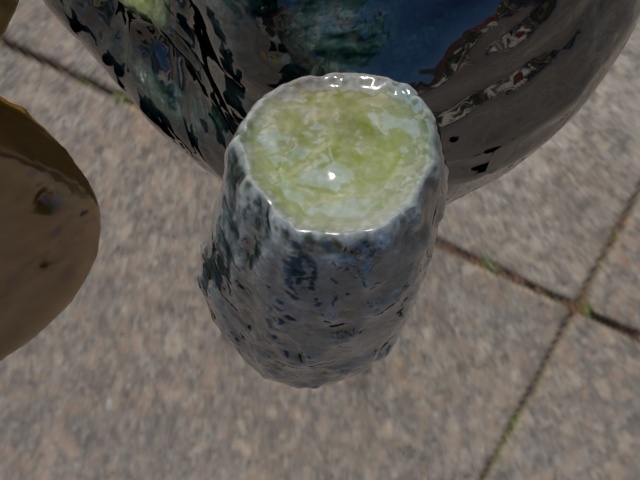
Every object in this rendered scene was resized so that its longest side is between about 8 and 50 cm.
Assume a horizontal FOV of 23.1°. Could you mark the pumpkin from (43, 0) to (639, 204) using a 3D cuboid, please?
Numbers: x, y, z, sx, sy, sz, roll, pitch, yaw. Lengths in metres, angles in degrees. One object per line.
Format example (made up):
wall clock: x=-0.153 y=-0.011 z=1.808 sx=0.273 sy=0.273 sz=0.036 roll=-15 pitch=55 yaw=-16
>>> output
pumpkin: x=-0.003 y=-0.169 z=0.601 sx=0.238 sy=0.315 sz=0.315 roll=-42 pitch=104 yaw=-14

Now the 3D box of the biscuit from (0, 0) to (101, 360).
biscuit: x=-0.194 y=-0.015 z=0.348 sx=0.275 sy=0.355 sz=0.052 roll=-46 pitch=58 yaw=4

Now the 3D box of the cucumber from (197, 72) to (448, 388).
cucumber: x=0.000 y=0.000 z=0.415 sx=0.064 sy=0.112 sz=0.064 roll=2 pitch=71 yaw=-6
